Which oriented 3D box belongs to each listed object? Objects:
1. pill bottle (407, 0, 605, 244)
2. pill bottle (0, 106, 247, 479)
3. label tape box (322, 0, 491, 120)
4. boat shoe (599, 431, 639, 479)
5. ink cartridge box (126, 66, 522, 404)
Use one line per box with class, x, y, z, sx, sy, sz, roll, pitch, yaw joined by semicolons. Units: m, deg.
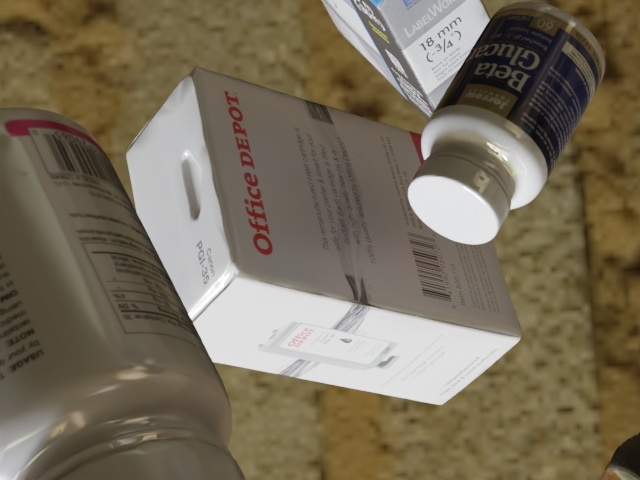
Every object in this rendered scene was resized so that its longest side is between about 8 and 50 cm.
pill bottle;0.129;-0.082;1.342;0.169;0.094;0.094;-58;-25;-31
pill bottle;-0.145;0.075;1.040;0.160;0.160;0.283;79;164;-53
label tape box;0.053;-0.285;1.887;0.240;0.106;0.333;49;176;41
boat shoe;0.325;0.249;1.280;0.122;0.324;0.120;-17;-49;-49
ink cartridge box;0.000;0.000;1.518;0.117;0.283;0.207;-45;45;37
